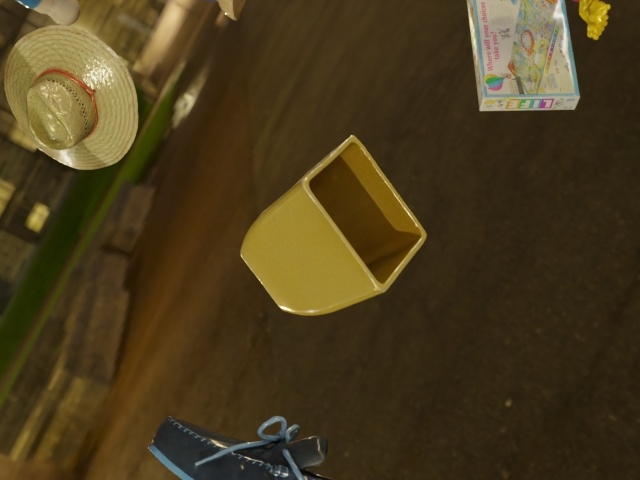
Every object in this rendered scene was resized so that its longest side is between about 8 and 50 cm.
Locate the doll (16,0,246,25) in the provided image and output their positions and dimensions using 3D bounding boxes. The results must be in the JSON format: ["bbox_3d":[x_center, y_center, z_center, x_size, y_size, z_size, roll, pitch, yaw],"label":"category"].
[{"bbox_3d":[-0.126,-0.136,0.513,0.129,0.188,0.046,78,-156,-70],"label":"doll"}]

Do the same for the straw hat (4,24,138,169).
[{"bbox_3d":[-0.239,-0.119,1.053,0.144,0.144,0.061,-54,4,32],"label":"straw hat"}]

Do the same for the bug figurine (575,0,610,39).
[{"bbox_3d":[0.279,-0.313,1.035,0.279,0.072,0.216,-54,-17,-12],"label":"bug figurine"}]

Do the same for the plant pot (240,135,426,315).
[{"bbox_3d":[0.000,0.000,0.710,0.083,0.081,0.081,-32,8,34],"label":"plant pot"}]

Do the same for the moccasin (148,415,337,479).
[{"bbox_3d":[-0.018,0.266,1.272,0.117,0.341,0.138,-64,0,-2],"label":"moccasin"}]

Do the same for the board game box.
[{"bbox_3d":[0.217,-0.212,1.241,0.026,0.103,0.154,94,175,-64],"label":"board game box"}]
